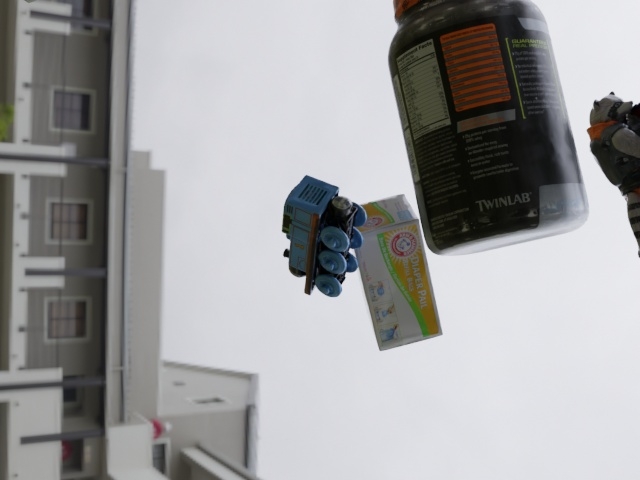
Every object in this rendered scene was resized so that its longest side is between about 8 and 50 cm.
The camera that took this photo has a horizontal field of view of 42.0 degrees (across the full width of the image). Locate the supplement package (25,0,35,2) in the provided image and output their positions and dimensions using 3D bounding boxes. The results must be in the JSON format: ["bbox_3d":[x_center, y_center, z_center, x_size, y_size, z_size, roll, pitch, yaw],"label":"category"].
[{"bbox_3d":[-0.482,-0.555,1.353,0.263,0.198,0.199,-60,-151,-2],"label":"supplement package"}]

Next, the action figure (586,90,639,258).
[{"bbox_3d":[0.620,-0.145,1.587,0.341,0.178,0.330,99,-33,-73],"label":"action figure"}]

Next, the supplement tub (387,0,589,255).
[{"bbox_3d":[0.202,-0.161,1.052,0.207,0.207,0.338,-20,-102,57],"label":"supplement tub"}]

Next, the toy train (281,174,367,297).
[{"bbox_3d":[0.000,0.000,1.148,0.105,0.080,0.184,24,-40,15],"label":"toy train"}]

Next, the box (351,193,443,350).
[{"bbox_3d":[0.110,0.048,1.283,0.114,0.103,0.203,-105,180,-67],"label":"box"}]
